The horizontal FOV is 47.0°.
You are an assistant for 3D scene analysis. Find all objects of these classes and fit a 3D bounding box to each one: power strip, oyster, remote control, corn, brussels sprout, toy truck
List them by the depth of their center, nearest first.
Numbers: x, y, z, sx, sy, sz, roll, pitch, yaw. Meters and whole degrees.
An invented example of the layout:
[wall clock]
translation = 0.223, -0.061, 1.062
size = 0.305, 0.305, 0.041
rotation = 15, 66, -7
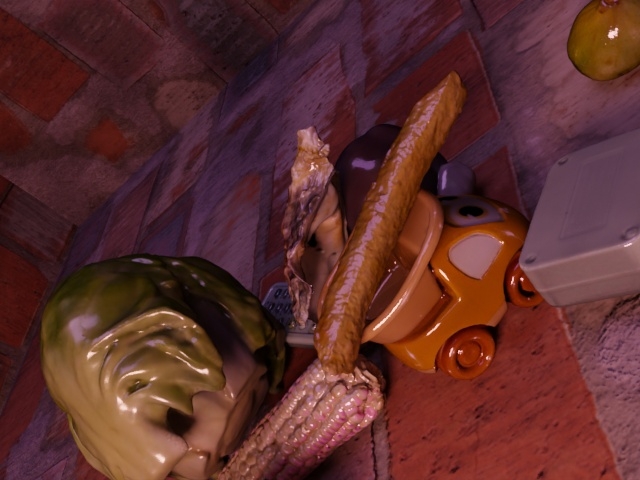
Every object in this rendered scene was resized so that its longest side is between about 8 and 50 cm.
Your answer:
[power strip]
translation = 0.370, -0.056, 0.861
size = 0.261, 0.141, 0.229
rotation = -19, 30, 45
[toy truck]
translation = 0.155, 0.053, 1.010
size = 0.288, 0.211, 0.204
rotation = -54, 28, 3
[corn]
translation = -0.038, 0.294, 1.114
size = 0.335, 0.126, 0.127
rotation = -46, 27, 17
[oyster]
translation = -0.011, 0.001, 1.123
size = 0.100, 0.275, 0.271
rotation = -3, 44, 9
[brussels sprout]
translation = -0.269, 0.190, 1.187
size = 0.343, 0.361, 0.425
rotation = -67, -15, 7
[remote control]
translation = -0.009, 0.136, 1.319
size = 0.335, 0.065, 0.128
rotation = -6, 49, 55

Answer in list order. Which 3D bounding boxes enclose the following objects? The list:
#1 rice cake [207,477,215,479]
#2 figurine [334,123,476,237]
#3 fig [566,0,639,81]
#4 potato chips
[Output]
[rice cake]
translation = -0.202, 0.474, 1.154
size = 0.070, 0.064, 0.399
rotation = -49, 18, 21
[figurine]
translation = 0.096, -0.062, 1.332
size = 0.218, 0.206, 0.365
rotation = -37, -4, -20
[fig]
translation = 0.444, -0.312, 1.118
size = 0.153, 0.120, 0.136
rotation = 130, 160, -64
[potato chips]
translation = 0.083, -0.026, 0.920
size = 0.080, 0.057, 0.407
rotation = 9, 72, 54
